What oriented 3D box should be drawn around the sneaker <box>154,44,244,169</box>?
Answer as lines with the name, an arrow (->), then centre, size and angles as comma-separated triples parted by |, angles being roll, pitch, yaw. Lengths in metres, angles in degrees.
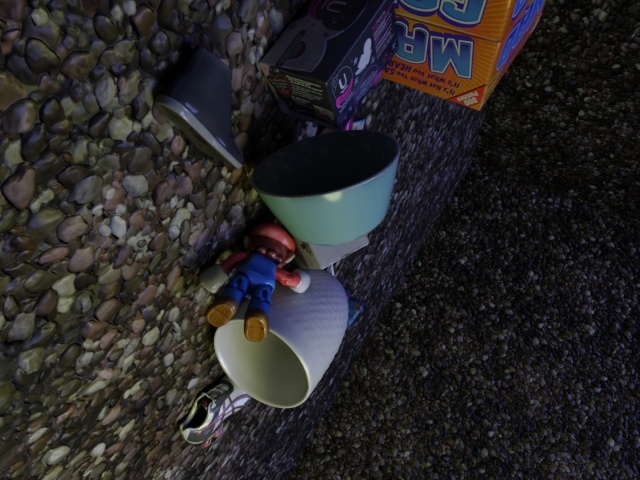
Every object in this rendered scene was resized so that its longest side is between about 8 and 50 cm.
sneaker -> -0.167, -0.210, 0.749 | 0.118, 0.083, 0.222 | -60, 158, -8

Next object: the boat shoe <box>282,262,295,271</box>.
boat shoe -> -0.073, 0.039, 1.315 | 0.184, 0.083, 0.065 | -32, 154, -5

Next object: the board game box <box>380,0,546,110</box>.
board game box -> 0.296, -0.586, 0.993 | 0.356, 0.357, 0.356 | -53, 157, -24

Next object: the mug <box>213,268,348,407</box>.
mug -> -0.104, 0.244, 1.221 | 0.374, 0.276, 0.328 | -33, -172, 39

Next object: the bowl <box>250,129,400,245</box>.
bowl -> 0.023, -0.103, 0.958 | 0.311, 0.312, 0.163 | -46, 134, -38

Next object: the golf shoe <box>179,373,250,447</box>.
golf shoe -> -0.282, 0.453, 1.268 | 0.272, 0.105, 0.120 | -53, 150, -24

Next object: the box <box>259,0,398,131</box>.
box -> 0.023, -0.371, 0.888 | 0.247, 0.164, 0.142 | -57, 155, -16

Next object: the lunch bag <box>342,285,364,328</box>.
lunch bag -> 0.016, 0.357, 1.816 | 0.221, 0.138, 0.293 | -39, 166, -53

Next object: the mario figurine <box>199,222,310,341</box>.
mario figurine -> -0.144, 0.096, 1.028 | 0.198, 0.170, 0.320 | 56, 29, -24

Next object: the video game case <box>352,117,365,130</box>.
video game case -> 0.084, -0.281, 1.350 | 0.119, 0.015, 0.166 | -34, 146, -52

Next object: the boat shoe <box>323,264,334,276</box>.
boat shoe -> -0.009, 0.076, 1.445 | 0.091, 0.109, 0.304 | -26, 133, -57

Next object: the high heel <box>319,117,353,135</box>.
high heel -> 0.004, -0.228, 1.138 | 0.244, 0.082, 0.117 | -56, 173, 21

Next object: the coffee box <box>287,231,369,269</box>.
coffee box -> 0.000, 0.000, 1.147 | 0.141, 0.098, 0.246 | -27, -173, -18

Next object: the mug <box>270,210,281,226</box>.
mug -> -0.100, -0.071, 1.124 | 0.078, 0.062, 0.064 | -37, 163, -11
